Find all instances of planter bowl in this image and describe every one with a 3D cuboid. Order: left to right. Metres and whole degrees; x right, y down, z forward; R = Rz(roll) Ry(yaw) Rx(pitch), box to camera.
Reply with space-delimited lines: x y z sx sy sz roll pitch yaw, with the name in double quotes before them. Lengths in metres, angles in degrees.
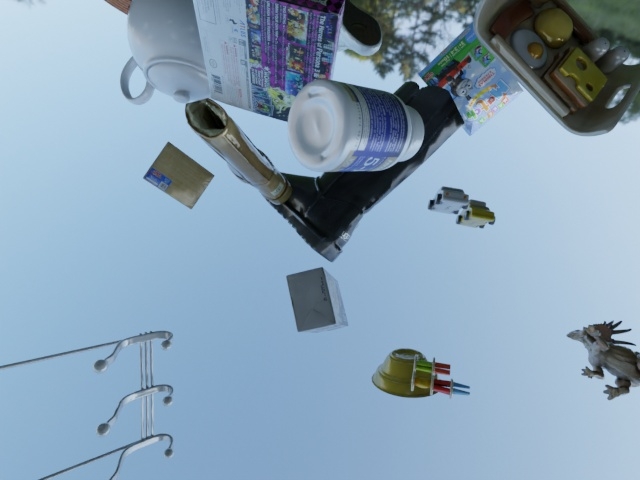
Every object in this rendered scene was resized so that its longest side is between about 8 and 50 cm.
"planter bowl" 0.267 0.392 1.276 0.216 0.091 0.217 0 -173 0

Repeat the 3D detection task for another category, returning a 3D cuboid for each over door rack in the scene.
"over door rack" -0.401 0.290 0.664 0.323 0.240 0.108 -2 -167 -30

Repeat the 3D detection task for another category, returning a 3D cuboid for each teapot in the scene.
"teapot" -0.281 -0.372 0.852 0.252 0.256 0.187 8 -99 -20

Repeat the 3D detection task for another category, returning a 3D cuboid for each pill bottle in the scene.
"pill bottle" 0.058 -0.151 0.566 0.186 0.112 0.112 -11 -136 -44

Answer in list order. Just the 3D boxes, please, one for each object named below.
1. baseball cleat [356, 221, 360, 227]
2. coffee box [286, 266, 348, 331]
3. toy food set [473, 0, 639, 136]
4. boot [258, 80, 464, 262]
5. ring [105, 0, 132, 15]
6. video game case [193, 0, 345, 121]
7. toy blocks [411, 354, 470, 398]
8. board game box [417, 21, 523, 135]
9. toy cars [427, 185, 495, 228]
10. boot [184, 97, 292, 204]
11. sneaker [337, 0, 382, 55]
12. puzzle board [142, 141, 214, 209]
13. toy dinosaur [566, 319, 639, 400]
"baseball cleat" 0.084 -0.069 1.473 0.109 0.206 0.072 -32 -99 2
"coffee box" -0.002 0.164 1.079 0.098 0.246 0.141 -14 -106 7
"toy food set" 0.428 -0.351 0.708 0.306 0.092 0.220 44 -110 -4
"boot" 0.073 -0.214 1.027 0.445 0.146 0.367 -50 -130 6
"ring" -0.382 -0.563 0.831 0.335 0.337 0.032 13 -105 9
"video game case" -0.081 -0.285 0.641 0.210 0.232 0.042 17 -115 2
"toy blocks" 0.325 0.370 1.120 0.147 0.054 0.123 7 -154 15
"board game box" 0.366 -0.384 1.006 0.211 0.160 0.039 37 -154 -26
"toy cars" 0.482 -0.120 1.400 0.176 0.087 0.393 5 172 44
"boot" -0.187 -0.205 0.876 0.236 0.269 0.089 36 -93 32
"sneaker" 0.086 -0.569 1.155 0.105 0.123 0.290 -12 -128 -14
"puzzle board" -0.312 -0.142 0.918 0.011 0.128 0.097 27 -98 51
"toy dinosaur" 0.778 0.309 1.061 0.200 0.127 0.296 -1 -144 -36
